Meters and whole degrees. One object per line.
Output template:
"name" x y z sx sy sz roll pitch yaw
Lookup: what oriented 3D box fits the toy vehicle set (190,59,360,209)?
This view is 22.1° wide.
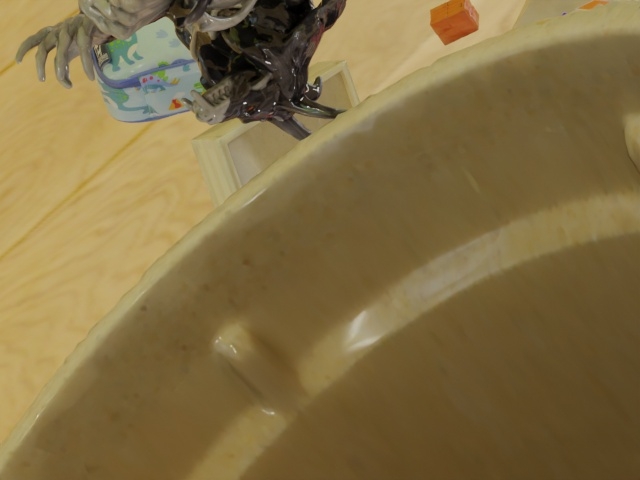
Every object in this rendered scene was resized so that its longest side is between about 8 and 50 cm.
"toy vehicle set" 0.000 0.000 1.398 0.166 0.035 0.266 -35 114 -39

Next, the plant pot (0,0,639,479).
"plant pot" 0.086 0.154 0.487 0.305 0.334 0.333 45 63 -25

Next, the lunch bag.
"lunch bag" -0.144 -0.227 1.746 0.219 0.090 0.176 -14 54 -4

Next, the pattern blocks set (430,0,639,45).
"pattern blocks set" 0.244 -0.198 1.503 0.286 0.325 0.026 7 70 -16

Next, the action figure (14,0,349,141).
"action figure" -0.095 -0.140 0.881 0.141 0.164 0.275 -42 94 -31
